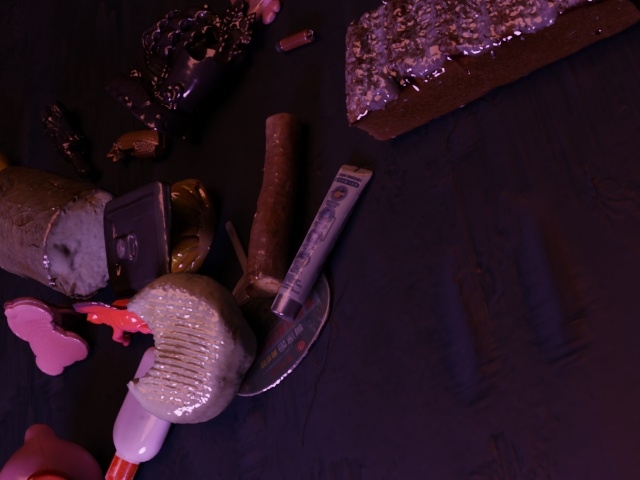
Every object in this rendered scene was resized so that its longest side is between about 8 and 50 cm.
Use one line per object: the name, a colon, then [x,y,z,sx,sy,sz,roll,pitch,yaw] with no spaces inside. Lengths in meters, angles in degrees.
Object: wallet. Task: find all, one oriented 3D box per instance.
wallet: [-0.282,-0.001,1.693,0.245,0.052,0.169,-12,78,61]

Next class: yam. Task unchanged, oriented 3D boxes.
yam: [-0.468,-0.020,1.906,0.300,0.195,0.195,17,83,47]
yam: [-0.065,-0.058,1.596,0.066,0.066,0.300,-20,51,38]

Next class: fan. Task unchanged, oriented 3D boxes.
fan: [-0.099,0.107,1.596,0.294,0.012,0.223,23,89,48]

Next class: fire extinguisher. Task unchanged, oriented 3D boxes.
fire extinguisher: [-0.036,-0.316,1.730,0.083,0.022,0.028,-11,27,41]

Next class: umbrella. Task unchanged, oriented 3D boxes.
umbrella: [-0.487,-0.187,2.097,0.071,0.071,0.248,-49,45,17]

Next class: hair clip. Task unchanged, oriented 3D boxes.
hair clip: [-0.466,0.157,1.854,0.123,0.138,0.102,-24,60,27]

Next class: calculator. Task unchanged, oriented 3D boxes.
calculator: [-0.110,-0.423,1.860,0.103,0.024,0.166,-48,45,17]

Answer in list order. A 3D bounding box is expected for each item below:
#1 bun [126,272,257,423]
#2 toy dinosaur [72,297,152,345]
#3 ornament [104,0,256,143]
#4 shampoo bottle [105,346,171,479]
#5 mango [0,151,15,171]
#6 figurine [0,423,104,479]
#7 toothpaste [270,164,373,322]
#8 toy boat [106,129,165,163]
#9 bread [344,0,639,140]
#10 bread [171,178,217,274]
bun: [-0.185,0.149,1.560,0.203,0.126,0.213,32,103,20]
toy dinosaur: [-0.292,0.105,1.691,0.286,0.139,0.070,-10,62,45]
ornament: [-0.231,-0.317,1.869,0.251,0.106,0.260,36,98,46]
shampoo bottle: [-0.268,0.275,1.653,0.108,0.051,0.221,19,84,46]
mango: [-0.699,-0.103,2.249,0.195,0.098,0.137,-53,46,19]
figurine: [-0.412,0.380,1.666,0.173,0.173,0.173,-22,56,37]
toothpaste: [0.000,0.000,1.519,0.062,0.039,0.239,17,75,43]
toy boat: [-0.326,-0.162,1.932,0.149,0.047,0.049,-5,67,43]
bread: [0.210,-0.279,1.398,0.416,0.113,0.165,-23,57,35]
bread: [-0.221,-0.029,1.730,0.083,0.094,0.157,-6,62,48]
